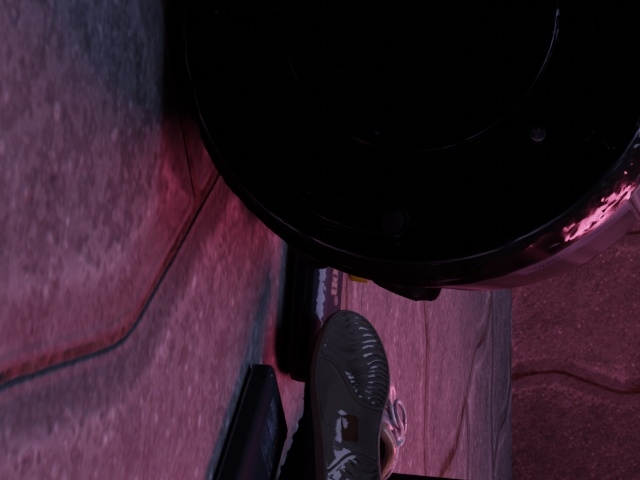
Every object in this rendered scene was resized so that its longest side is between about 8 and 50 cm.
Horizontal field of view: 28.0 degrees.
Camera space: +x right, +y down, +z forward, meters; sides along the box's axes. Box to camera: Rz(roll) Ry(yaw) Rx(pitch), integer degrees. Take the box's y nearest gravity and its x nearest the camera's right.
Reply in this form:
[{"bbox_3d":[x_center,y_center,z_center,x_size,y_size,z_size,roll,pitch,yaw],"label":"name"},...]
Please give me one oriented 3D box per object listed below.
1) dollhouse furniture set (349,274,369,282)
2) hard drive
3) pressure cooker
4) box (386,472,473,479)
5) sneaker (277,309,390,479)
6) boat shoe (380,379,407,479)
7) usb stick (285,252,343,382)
[{"bbox_3d":[0.064,0.000,1.501,0.152,0.058,0.076,72,23,-55],"label":"dollhouse furniture set"},{"bbox_3d":[-0.058,0.187,1.099,0.135,0.022,0.094,-74,161,-46],"label":"hard drive"},{"bbox_3d":[0.114,-0.134,1.032,0.420,0.369,0.376,9,87,-73],"label":"pressure cooker"},{"bbox_3d":[0.130,0.425,1.579,0.103,0.184,0.261,-55,145,-67],"label":"box"},{"bbox_3d":[-0.002,0.178,1.185,0.118,0.083,0.222,-36,-138,50],"label":"sneaker"},{"bbox_3d":[0.043,0.243,1.357,0.320,0.103,0.118,-58,148,-64],"label":"boat shoe"},{"bbox_3d":[0.000,0.000,1.263,0.077,0.045,0.278,36,58,-72],"label":"usb stick"}]
